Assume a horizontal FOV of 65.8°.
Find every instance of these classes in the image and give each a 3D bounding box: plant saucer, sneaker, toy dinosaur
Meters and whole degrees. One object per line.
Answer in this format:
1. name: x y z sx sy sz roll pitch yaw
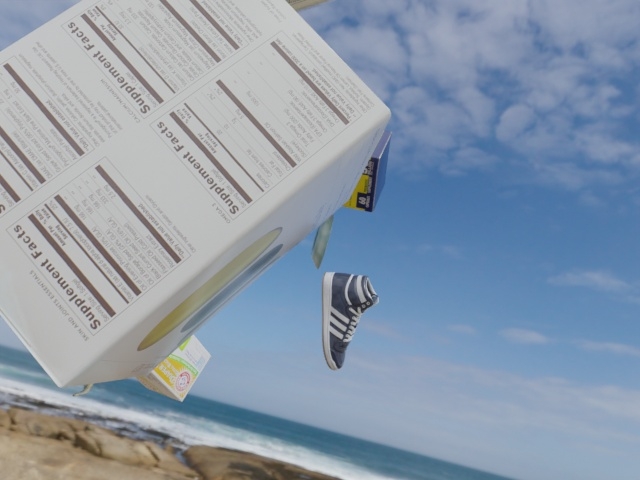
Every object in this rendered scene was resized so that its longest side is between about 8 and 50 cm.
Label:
1. plant saucer: 0.000 0.000 1.645 0.037 0.195 0.195 16 -20 -5
2. sneaker: 0.087 0.230 1.403 0.153 0.282 0.099 -2 0 16
3. toy dinosaur: -0.761 0.453 1.703 0.118 0.064 0.268 1 21 -15

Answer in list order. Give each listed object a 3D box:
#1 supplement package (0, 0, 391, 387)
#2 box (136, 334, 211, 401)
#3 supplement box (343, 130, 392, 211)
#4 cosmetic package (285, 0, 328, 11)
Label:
1. supplement package: -0.120 -0.050 0.401 0.198 0.262 0.199 48 -13 6
2. box: -0.321 0.207 0.961 0.103 0.114 0.203 8 -39 30
3. supplement box: 0.025 -0.250 1.570 0.356 0.195 0.194 12 -51 13
4. cosmetic package: -0.021 -0.679 1.252 0.309 0.113 0.160 -15 -69 4
